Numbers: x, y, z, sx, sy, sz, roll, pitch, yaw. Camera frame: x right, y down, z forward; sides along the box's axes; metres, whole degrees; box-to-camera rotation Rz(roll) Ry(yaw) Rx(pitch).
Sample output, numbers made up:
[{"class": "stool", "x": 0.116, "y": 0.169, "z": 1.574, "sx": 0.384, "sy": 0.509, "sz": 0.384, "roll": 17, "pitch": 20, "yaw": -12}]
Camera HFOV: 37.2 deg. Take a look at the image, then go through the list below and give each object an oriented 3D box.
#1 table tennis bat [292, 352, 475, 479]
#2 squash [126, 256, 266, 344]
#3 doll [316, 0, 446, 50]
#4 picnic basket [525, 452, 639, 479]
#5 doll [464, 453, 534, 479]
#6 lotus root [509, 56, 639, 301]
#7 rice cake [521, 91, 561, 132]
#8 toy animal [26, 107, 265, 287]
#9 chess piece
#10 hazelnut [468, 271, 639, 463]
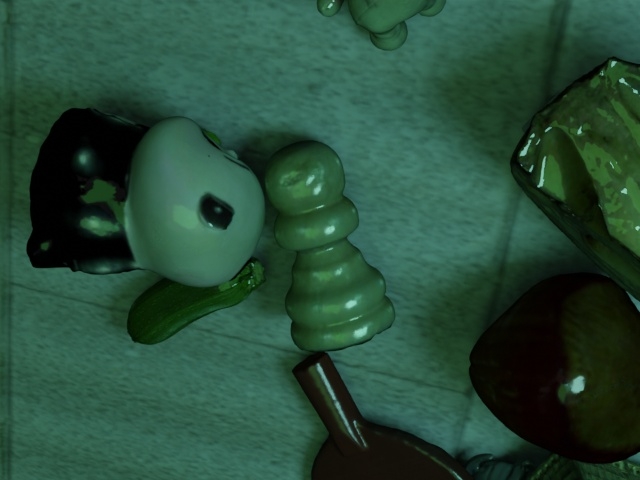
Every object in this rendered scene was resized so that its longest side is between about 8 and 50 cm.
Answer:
[{"class": "table tennis bat", "x": 0.085, "y": 0.335, "z": 1.283, "sx": 0.268, "sy": 0.051, "sz": 0.415, "roll": -25, "pitch": 100, "yaw": 36}, {"class": "squash", "x": -0.170, "y": 0.074, "z": 1.246, "sx": 0.219, "sy": 0.068, "sz": 0.077, "roll": -25, "pitch": 89, "yaw": 22}, {"class": "doll", "x": 0.037, "y": -0.332, "z": 1.002, "sx": 0.154, "sy": 0.113, "sz": 0.275, "roll": -24, "pitch": 106, "yaw": 24}, {"class": "picnic basket", "x": 0.348, "y": 0.364, "z": 1.177, "sx": 0.196, "sy": 0.134, "sz": 0.154, "roll": 22, "pitch": 120, "yaw": -21}, {"class": "doll", "x": 0.221, "y": 0.346, "z": 1.270, "sx": 0.104, "sy": 0.062, "sz": 0.195, "roll": 51, "pitch": 127, "yaw": 19}, {"class": "lotus root", "x": 0.352, "y": -0.038, "z": 0.973, "sx": 0.210, "sy": 0.142, "sz": 0.314, "roll": -37, "pitch": 90, "yaw": 7}, {"class": "rice cake", "x": 0.400, "y": -0.024, "z": 1.071, "sx": 0.399, "sy": 0.064, "sz": 0.070, "roll": 36, "pitch": 109, "yaw": -3}, {"class": "toy animal", "x": -0.197, "y": -0.055, "z": 1.134, "sx": 0.266, "sy": 0.212, "sz": 0.213, "roll": 4, "pitch": 113, "yaw": 8}, {"class": "chess piece", "x": 0.000, "y": 0.000, "z": 1.149, "sx": 0.133, "sy": 0.133, "sz": 0.243, "roll": -11, "pitch": 105, "yaw": 17}, {"class": "hazelnut", "x": 0.290, "y": 0.155, "z": 1.105, "sx": 0.229, "sy": 0.229, "sz": 0.230, "roll": 5, "pitch": 113, "yaw": 12}]
